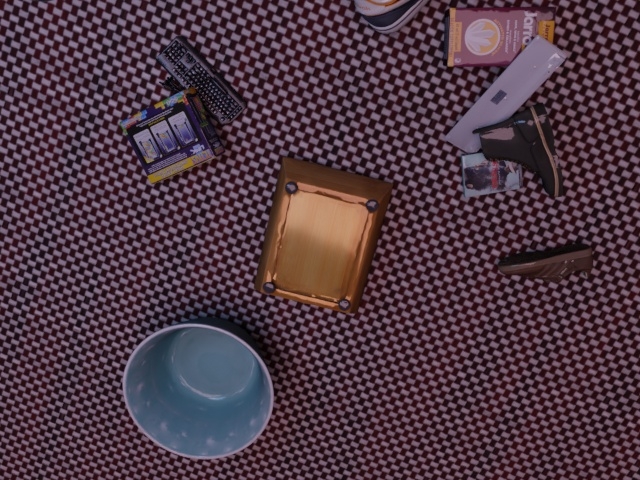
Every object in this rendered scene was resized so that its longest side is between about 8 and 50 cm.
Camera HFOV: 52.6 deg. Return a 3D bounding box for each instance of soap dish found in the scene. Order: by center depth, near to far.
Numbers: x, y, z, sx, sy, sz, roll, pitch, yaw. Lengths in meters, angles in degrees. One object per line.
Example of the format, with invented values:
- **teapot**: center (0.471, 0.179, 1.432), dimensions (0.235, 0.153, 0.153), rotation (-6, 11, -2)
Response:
- **soap dish**: center (0.000, 0.000, 1.306), dimensions (0.229, 0.118, 0.290), rotation (14, 106, 0)

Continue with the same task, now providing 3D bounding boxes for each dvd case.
- **dvd case**: center (0.340, -0.136, 1.282), dimensions (0.120, 0.013, 0.087), rotation (-9, 106, -5)

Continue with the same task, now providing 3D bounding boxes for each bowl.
- **bowl**: center (-0.242, 0.289, 1.386), dimensions (0.312, 0.163, 0.311), rotation (1, 106, 5)

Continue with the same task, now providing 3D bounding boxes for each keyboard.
- **keyboard**: center (0.339, -0.263, 1.205), dimensions (0.072, 0.014, 0.256), rotation (30, 127, -14)
- **keyboard**: center (-0.245, -0.302, 1.278), dimensions (0.100, 0.038, 0.192), rotation (-43, 98, 15)

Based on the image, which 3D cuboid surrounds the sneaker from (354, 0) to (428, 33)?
- **sneaker**: center (0.184, -0.510, 1.119), dimensions (0.321, 0.127, 0.126), rotation (-48, 62, 15)

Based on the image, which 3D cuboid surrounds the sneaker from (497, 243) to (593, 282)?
- **sneaker**: center (0.459, 0.059, 1.314), dimensions (0.188, 0.066, 0.071), rotation (-11, 106, 8)

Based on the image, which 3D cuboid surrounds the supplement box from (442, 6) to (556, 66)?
- **supplement box**: center (0.324, -0.373, 1.189), dimensions (0.188, 0.081, 0.104), rotation (0, 106, 4)

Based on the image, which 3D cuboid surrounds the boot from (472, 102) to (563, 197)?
- **boot**: center (0.384, -0.158, 1.250), dimensions (0.137, 0.077, 0.197), rotation (-17, 118, 17)

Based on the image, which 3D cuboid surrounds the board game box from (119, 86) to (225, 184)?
- **board game box**: center (-0.293, -0.205, 1.283), dimensions (0.170, 0.048, 0.141), rotation (-17, 106, 26)
